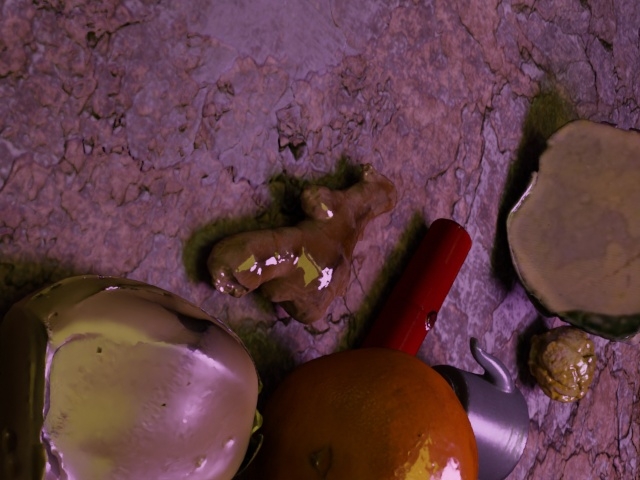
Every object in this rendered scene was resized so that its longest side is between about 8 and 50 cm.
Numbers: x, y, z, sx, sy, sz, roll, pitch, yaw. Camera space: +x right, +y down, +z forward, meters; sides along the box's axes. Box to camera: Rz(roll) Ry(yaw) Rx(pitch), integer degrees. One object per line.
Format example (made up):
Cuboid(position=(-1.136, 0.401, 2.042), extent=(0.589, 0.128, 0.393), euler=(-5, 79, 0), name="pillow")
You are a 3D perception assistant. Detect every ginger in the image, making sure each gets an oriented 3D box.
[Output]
Cuboid(position=(0.000, 0.000, 1.393), extent=(0.334, 0.081, 0.148), euler=(-40, 105, -41), name="ginger")

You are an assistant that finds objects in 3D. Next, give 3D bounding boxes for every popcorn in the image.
Cuboid(position=(0.362, 0.185, 1.795), extent=(0.106, 0.116, 0.120), euler=(15, 75, -5), name="popcorn")

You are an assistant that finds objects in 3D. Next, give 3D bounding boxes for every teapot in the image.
Cuboid(position=(0.159, 0.239, 1.538), extent=(0.149, 0.162, 0.239), euler=(30, 100, -36), name="teapot")

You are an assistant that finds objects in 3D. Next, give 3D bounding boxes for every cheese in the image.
Cuboid(position=(-0.177, 0.164, 1.168), extent=(0.316, 0.128, 0.259), euler=(3, 98, -43), name="cheese")

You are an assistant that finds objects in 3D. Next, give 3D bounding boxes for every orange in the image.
Cuboid(position=(0.047, 0.249, 1.319), extent=(0.261, 0.261, 0.261), euler=(-3, 95, -48), name="orange")

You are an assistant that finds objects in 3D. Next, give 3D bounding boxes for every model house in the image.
Cuboid(position=(0.439, 0.003, 1.805), extent=(0.321, 0.261, 0.266), euler=(-67, 157, -8), name="model house")

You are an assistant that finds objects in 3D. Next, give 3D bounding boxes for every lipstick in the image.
Cuboid(position=(0.116, 0.091, 1.529), extent=(0.073, 0.073, 0.279), euler=(55, 53, -35), name="lipstick")
